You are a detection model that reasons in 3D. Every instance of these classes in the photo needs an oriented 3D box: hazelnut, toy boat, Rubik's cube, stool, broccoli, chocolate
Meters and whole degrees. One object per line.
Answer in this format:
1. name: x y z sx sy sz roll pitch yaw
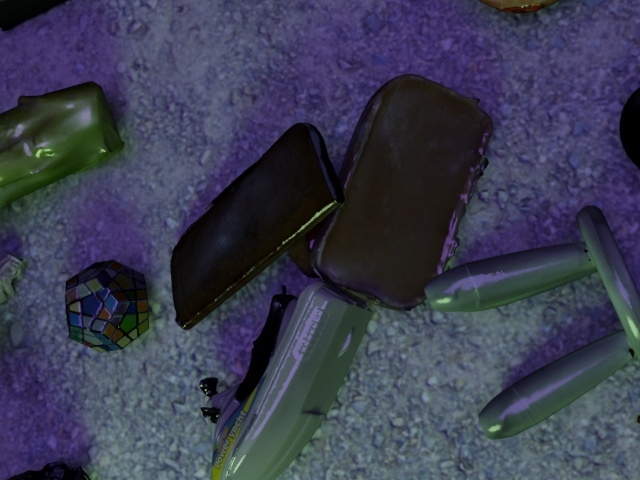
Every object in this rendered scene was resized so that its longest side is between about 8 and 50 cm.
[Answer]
1. hazelnut: 0.000 0.000 1.389 0.086 0.086 0.086 -1 85 11
2. toy boat: -0.053 0.161 1.356 0.141 0.141 0.269 40 96 12
3. Rubik's cube: -0.248 0.076 1.421 0.111 0.111 0.093 -28 106 8
4. stool: 0.238 0.085 1.275 0.199 0.195 0.195 -22 82 13
5. broccoli: -0.465 -0.088 1.421 0.353 0.275 0.397 36 91 -17
6. chocolate: 0.082 -0.053 1.357 0.161 0.083 0.261 27 81 -22

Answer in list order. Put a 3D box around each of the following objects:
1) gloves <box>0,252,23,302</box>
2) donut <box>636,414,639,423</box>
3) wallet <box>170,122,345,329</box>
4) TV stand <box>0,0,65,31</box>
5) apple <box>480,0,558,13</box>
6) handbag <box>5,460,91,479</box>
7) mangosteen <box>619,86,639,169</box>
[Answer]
1. gloves: -0.386 0.042 1.484 0.044 0.037 0.081 22 96 48
2. donut: 0.458 0.170 1.240 0.259 0.152 0.101 -20 84 10
3. wallet: -0.079 -0.020 1.360 0.255 0.031 0.137 -39 45 27
4. TV stand: -0.294 -0.352 1.468 0.269 0.088 0.082 -24 82 9
5. apple: 0.214 -0.351 1.327 0.209 0.164 0.209 -1 85 14
6. handbag: -0.365 0.347 1.367 0.127 0.208 0.228 44 101 -3
7. mangosteen: 0.386 -0.135 1.304 0.137 0.137 0.151 -9 49 11
